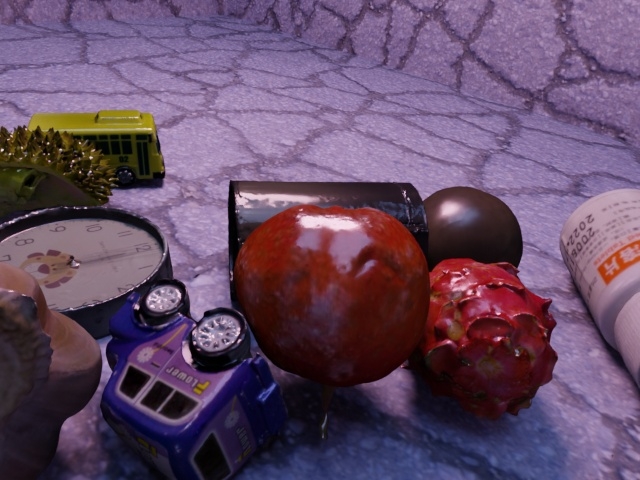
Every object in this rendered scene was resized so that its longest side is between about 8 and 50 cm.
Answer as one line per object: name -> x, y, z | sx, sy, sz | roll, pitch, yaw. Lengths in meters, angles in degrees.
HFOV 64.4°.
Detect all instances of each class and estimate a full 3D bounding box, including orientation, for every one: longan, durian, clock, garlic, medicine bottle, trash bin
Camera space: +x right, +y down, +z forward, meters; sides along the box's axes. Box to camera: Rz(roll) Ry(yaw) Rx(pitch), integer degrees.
longan -> 0.253, -0.002, 0.918 | 0.220, 0.196, 0.196 | 3, 33, -10
durian -> -0.563, -0.122, 0.943 | 0.356, 0.169, 0.157 | -6, 28, -22
clock -> -0.399, 0.041, 0.822 | 0.313, 0.061, 0.312 | 5, 33, -3
garlic -> -0.349, 0.129, 0.509 | 0.292, 0.237, 0.210 | -6, 41, 55
medicine bottle -> 0.553, 0.080, 0.841 | 0.211, 0.211, 0.371 | 9, 32, 2
trash bin -> 0.000, 0.000, 0.842 | 0.302, 0.202, 0.252 | 0, 5, -11

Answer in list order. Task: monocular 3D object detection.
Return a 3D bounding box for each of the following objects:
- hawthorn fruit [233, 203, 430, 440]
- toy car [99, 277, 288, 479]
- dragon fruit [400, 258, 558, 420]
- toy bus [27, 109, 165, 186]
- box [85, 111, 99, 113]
hawthorn fruit -> 0.015, 0.095, 0.609 | 0.242, 0.242, 0.271 | 1, 74, -12
toy car -> -0.165, 0.170, 0.590 | 0.235, 0.172, 0.158 | 22, 49, 28
dragon fruit -> 0.208, 0.122, 0.718 | 0.205, 0.210, 0.268 | 37, -4, -12
toy bus -> -0.477, -0.203, 1.101 | 0.262, 0.150, 0.128 | -5, 34, -17
box -> -0.528, -0.256, 1.229 | 0.200, 0.088, 0.146 | -16, 40, -31
